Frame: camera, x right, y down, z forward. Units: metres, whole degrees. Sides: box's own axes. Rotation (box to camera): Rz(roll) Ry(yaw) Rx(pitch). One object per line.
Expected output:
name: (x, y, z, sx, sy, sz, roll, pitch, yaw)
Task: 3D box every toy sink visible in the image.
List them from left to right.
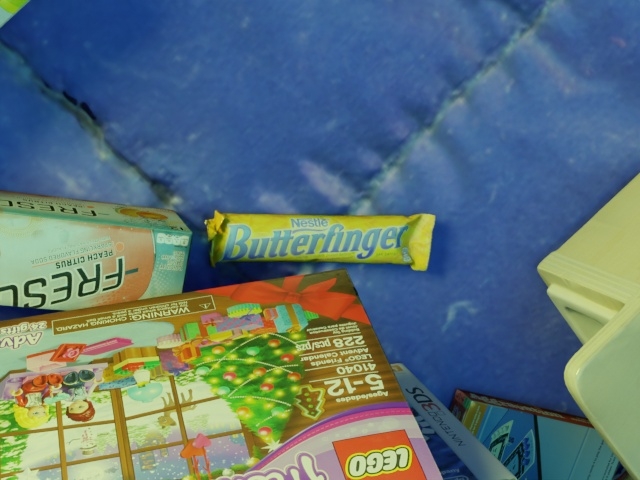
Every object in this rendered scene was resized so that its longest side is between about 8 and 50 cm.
toy sink: (0.256, 0.049, 0.812, 0.234, 0.131, 0.153, -43, 113, -8)

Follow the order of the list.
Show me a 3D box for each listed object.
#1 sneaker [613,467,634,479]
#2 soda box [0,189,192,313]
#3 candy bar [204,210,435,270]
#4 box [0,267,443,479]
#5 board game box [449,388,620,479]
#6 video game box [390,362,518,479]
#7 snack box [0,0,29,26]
sneaker: (0.253, 0.208, 0.890, 0.061, 0.065, 0.157, 23, 97, -22)
soda box: (-0.173, 0.005, 0.694, 0.183, 0.063, 0.058, 6, 103, -20)
candy bar: (0.000, 0.000, 0.775, 0.162, 0.018, 0.040, 1, 104, -19)
box: (-0.101, 0.110, 0.615, 0.293, 0.201, 0.057, -9, 124, -11)
board game box: (0.123, 0.259, 0.882, 0.145, 0.027, 0.281, 15, 100, -22)
video game box: (-0.009, 0.139, 0.719, 0.205, 0.187, 0.048, -6, 105, -17)
snack box: (-0.267, -0.148, 0.616, 0.207, 0.070, 0.174, -42, 112, -2)
